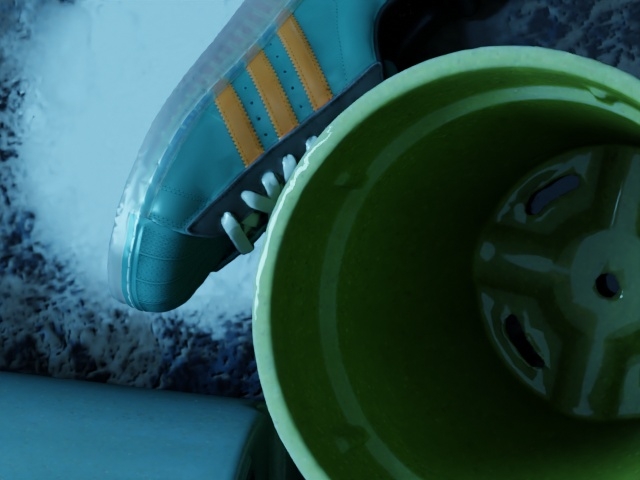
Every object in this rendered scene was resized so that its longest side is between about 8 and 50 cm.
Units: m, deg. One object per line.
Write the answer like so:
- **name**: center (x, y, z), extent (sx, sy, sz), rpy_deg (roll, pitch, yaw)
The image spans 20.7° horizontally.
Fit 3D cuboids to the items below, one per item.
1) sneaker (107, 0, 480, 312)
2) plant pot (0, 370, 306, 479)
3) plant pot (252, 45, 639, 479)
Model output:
- **sneaker**: center (-0.014, -0.072, 1.081), extent (0.121, 0.108, 0.302), rpy_deg (29, 78, 18)
- **plant pot**: center (-0.186, 0.225, 1.108), extent (0.334, 0.341, 0.341), rpy_deg (1, 93, 14)
- **plant pot**: center (0.137, 0.033, 0.992), extent (0.276, 0.254, 0.276), rpy_deg (2, 95, 21)
